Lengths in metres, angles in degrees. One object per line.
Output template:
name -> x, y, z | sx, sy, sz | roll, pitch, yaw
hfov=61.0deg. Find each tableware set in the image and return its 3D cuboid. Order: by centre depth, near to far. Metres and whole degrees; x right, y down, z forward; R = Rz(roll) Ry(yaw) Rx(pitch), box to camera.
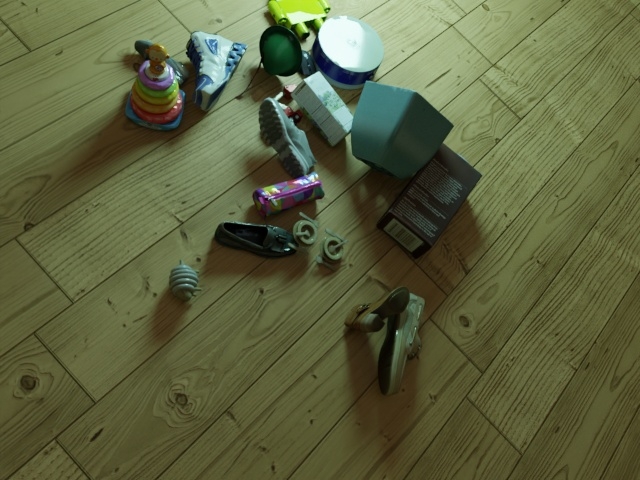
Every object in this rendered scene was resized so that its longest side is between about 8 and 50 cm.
tableware set -> 0.000, 0.000, 1.730 | 0.194, 0.039, 0.128 | 30, 61, -23

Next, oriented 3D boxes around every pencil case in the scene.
pencil case -> -0.103, -0.147, 1.755 | 0.236, 0.104, 0.104 | -22, 76, -25

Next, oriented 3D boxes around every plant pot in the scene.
plant pot -> 0.246, -0.356, 1.847 | 0.248, 0.247, 0.252 | 25, 94, -44

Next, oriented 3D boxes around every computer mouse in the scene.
computer mouse -> -0.033, -0.605, 2.002 | 0.071, 0.041, 0.242 | -19, 76, -25

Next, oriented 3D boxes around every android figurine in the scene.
android figurine -> -0.086, -0.906, 2.104 | 0.248, 0.056, 0.273 | -23, 78, -25

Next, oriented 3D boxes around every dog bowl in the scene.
dog bowl -> 0.102, -0.710, 2.053 | 0.265, 0.104, 0.265 | 7, 66, -16

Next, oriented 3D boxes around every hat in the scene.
hat -> -0.177, -0.606, 1.864 | 0.173, 0.208, 0.183 | 18, 43, 18

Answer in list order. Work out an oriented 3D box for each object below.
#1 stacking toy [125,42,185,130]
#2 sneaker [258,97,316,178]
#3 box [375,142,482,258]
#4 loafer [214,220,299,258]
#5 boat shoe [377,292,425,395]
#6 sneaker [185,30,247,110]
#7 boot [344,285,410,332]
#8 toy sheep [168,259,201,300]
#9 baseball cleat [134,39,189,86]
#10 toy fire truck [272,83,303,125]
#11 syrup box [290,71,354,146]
stacking toy -> -0.496, -0.485, 1.653 | 0.175, 0.302, 0.166 | 12, 65, -14
sneaker -> -0.110, -0.349, 1.824 | 0.115, 0.105, 0.281 | -42, 112, -43
box -> 0.378, -0.142, 1.889 | 0.191, 0.143, 0.381 | 40, 64, 2
loafer -> -0.189, -0.007, 1.675 | 0.267, 0.084, 0.096 | 8, 66, -15
boat shoe -> 0.258, 0.313, 1.667 | 0.110, 0.121, 0.341 | 20, 62, -9
sneaker -> -0.388, -0.590, 1.831 | 0.182, 0.127, 0.315 | 28, 55, -10
boot -> 0.170, 0.205, 1.668 | 0.197, 0.152, 0.073 | -37, 105, -28
toy sheep -> -0.392, 0.114, 1.562 | 0.091, 0.091, 0.132 | -5, 56, -20
baseball cleat -> -0.543, -0.586, 1.810 | 0.206, 0.072, 0.109 | 28, 62, -4
toy fire truck -> -0.135, -0.457, 1.902 | 0.192, 0.047, 0.135 | -33, 81, -26
syrup box -> 0.016, -0.458, 1.896 | 0.237, 0.096, 0.093 | 50, 48, -4
